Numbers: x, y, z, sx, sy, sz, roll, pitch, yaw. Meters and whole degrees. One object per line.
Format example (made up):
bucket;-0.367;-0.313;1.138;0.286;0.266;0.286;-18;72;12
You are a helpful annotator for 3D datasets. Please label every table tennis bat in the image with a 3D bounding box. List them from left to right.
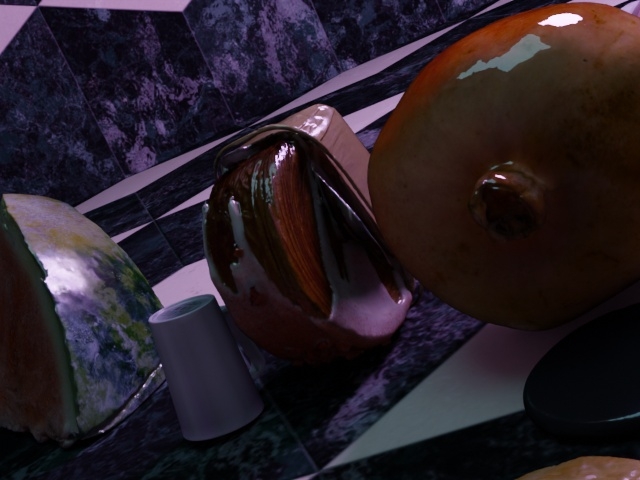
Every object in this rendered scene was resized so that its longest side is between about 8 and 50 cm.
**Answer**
table tennis bat;0.230;0.060;0.713;0.150;0.027;0.236;-8;23;50

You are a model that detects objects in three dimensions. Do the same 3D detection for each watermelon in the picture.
watermelon;-0.283;0.097;1.151;0.193;0.231;0.310;-31;60;-30

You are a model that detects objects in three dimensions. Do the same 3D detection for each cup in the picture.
cup;-0.092;0.105;0.921;0.074;0.116;0.104;-10;14;42

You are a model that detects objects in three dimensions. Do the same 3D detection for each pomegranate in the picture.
pomegranate;0.158;-0.051;0.778;0.252;0.229;0.270;-28;0;19

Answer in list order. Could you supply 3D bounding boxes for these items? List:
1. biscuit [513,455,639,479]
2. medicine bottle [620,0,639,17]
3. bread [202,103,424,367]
biscuit;0.167;0.146;0.501;0.118;0.029;0.247;-33;16;-31
medicine bottle;0.420;-0.224;1.174;0.147;0.147;0.247;-27;14;-7
bread;0.000;0.000;0.928;0.142;0.224;0.212;-23;28;34
